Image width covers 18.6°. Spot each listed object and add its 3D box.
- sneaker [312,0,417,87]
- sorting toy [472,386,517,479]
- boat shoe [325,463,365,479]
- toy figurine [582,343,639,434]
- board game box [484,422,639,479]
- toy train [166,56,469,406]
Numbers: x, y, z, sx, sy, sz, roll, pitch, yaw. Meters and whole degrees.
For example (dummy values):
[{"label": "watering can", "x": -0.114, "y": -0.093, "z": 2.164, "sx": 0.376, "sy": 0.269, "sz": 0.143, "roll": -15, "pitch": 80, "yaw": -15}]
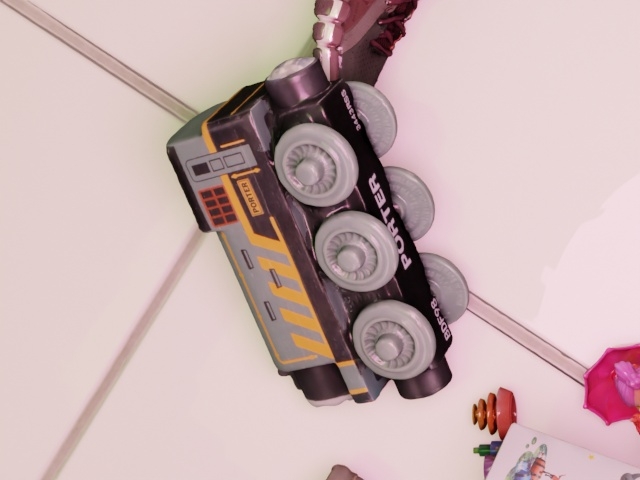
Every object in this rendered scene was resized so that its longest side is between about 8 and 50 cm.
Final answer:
[{"label": "sneaker", "x": 0.085, "y": -0.233, "z": 1.772, "sx": 0.163, "sy": 0.106, "sz": 0.281, "roll": 6, "pitch": 90, "yaw": 11}, {"label": "sorting toy", "x": 0.155, "y": 0.184, "z": 1.773, "sx": 0.042, "sy": 0.061, "sz": 0.102, "roll": -3, "pitch": 66, "yaw": 14}, {"label": "boat shoe", "x": -0.057, "y": 0.333, "z": 1.776, "sx": 0.305, "sy": 0.109, "sz": 0.091, "roll": -44, "pitch": 82, "yaw": 0}, {"label": "toy figurine", "x": 0.292, "y": 0.157, "z": 1.700, "sx": 0.130, "sy": 0.173, "sz": 0.159, "roll": -39, "pitch": 68, "yaw": -2}, {"label": "board game box", "x": 0.280, "y": 0.299, "z": 1.653, "sx": 0.303, "sy": 0.224, "sz": 0.097, "roll": 18, "pitch": 54, "yaw": 16}, {"label": "toy train", "x": 0.000, "y": 0.000, "z": 1.744, "sx": 0.190, "sy": 0.142, "sz": 0.334, "roll": -13, "pitch": 111, "yaw": 30}]
